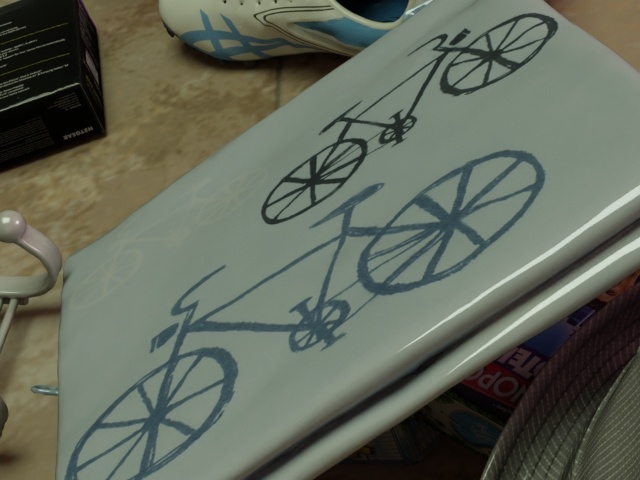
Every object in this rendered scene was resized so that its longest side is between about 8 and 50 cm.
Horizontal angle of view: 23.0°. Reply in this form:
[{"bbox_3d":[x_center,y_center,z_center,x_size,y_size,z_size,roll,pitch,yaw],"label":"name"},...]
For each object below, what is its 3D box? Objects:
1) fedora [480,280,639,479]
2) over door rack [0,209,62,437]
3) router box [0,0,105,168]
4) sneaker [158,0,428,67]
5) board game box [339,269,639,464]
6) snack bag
[{"bbox_3d":[0.182,0.082,0.553,0.275,0.124,0.243,-38,59,-21],"label":"fedora"},{"bbox_3d":[-0.319,0.089,0.821,0.324,0.108,0.239,-6,43,18],"label":"over door rack"},{"bbox_3d":[-0.235,-0.095,1.043,0.179,0.046,0.133,-18,39,4],"label":"router box"},{"bbox_3d":[-0.007,-0.155,0.977,0.237,0.086,0.085,10,51,34],"label":"sneaker"},{"bbox_3d":[0.077,0.045,0.733,0.194,0.060,0.194,-42,44,-20],"label":"board game box"},{"bbox_3d":[0.000,0.000,0.748,0.323,0.037,0.342,-35,23,6],"label":"snack bag"}]
